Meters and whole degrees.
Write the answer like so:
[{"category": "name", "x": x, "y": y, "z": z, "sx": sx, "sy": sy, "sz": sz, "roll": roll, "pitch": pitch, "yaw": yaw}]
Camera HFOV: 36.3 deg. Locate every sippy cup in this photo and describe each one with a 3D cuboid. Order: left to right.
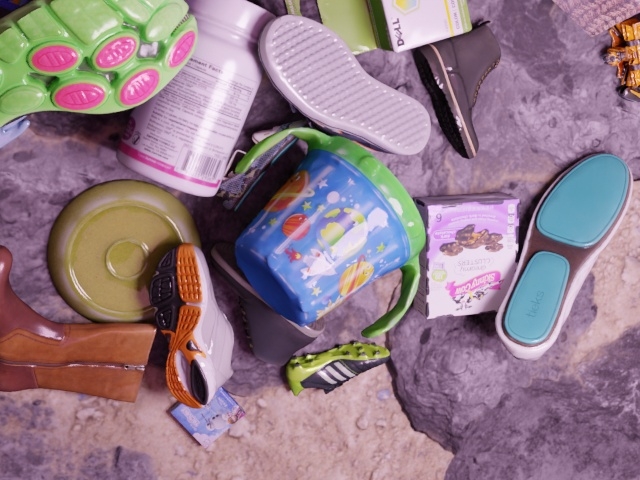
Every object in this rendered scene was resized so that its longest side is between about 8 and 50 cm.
[{"category": "sippy cup", "x": 0.000, "y": 0.000, "z": 1.466, "sx": 0.305, "sy": 0.240, "sz": 0.224, "roll": 41, "pitch": 70, "yaw": 21}]

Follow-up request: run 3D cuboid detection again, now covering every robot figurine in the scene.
[{"category": "robot figurine", "x": 0.614, "y": -0.348, "z": 1.644, "sx": 0.290, "sy": 0.085, "sz": 0.211, "roll": -20, "pitch": 106, "yaw": -9}]

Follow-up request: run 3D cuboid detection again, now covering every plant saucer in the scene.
[{"category": "plant saucer", "x": -0.303, "y": 0.026, "z": 1.525, "sx": 0.240, "sy": 0.037, "sz": 0.241, "roll": -3, "pitch": 105, "yaw": -13}]

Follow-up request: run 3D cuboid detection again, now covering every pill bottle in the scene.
[{"category": "pill bottle", "x": -0.178, "y": -0.221, "z": 1.432, "sx": 0.160, "sy": 0.160, "sz": 0.283, "roll": 21, "pitch": 97, "yaw": -18}]

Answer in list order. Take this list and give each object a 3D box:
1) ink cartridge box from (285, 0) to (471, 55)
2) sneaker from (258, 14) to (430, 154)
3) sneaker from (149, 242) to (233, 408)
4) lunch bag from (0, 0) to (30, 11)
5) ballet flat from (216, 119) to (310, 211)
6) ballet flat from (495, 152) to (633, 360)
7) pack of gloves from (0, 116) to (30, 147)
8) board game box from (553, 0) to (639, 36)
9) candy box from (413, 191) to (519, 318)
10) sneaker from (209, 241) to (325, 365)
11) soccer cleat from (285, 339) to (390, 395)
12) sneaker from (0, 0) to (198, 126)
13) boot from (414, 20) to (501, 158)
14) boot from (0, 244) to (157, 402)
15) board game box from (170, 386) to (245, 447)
[{"category": "ink cartridge box", "x": 0.081, "y": -0.377, "z": 1.495, "sx": 0.255, "sy": 0.097, "sz": 0.189, "roll": -19, "pitch": 108, "yaw": -10}, {"category": "sneaker", "x": 0.014, "y": -0.221, "z": 1.470, "sx": 0.321, "sy": 0.127, "sz": 0.126, "roll": 32, "pitch": 78, "yaw": -33}, {"category": "sneaker", "x": -0.193, "y": 0.123, "z": 1.542, "sx": 0.099, "sy": 0.121, "sz": 0.263, "roll": 6, "pitch": 109, "yaw": 25}, {"category": "lunch bag", "x": -0.369, "y": -0.413, "z": 1.372, "sx": 0.293, "sy": 0.138, "sz": 0.221, "roll": 20, "pitch": 98, "yaw": -30}, {"category": "ballet flat", "x": -0.098, "y": -0.132, "z": 1.528, "sx": 0.070, "sy": 0.070, "sz": 0.188, "roll": 43, "pitch": 87, "yaw": -19}, {"category": "ballet flat", "x": 0.403, "y": 0.031, "z": 1.647, "sx": 0.139, "sy": 0.139, "sz": 0.400, "roll": 38, "pitch": 68, "yaw": -19}, {"category": "pack of gloves", "x": -0.550, "y": -0.191, "z": 1.406, "sx": 0.232, "sy": 0.046, "sz": 0.195, "roll": -35, "pitch": 110, "yaw": -4}, {"category": "board game box", "x": 0.439, "y": -0.504, "z": 1.474, "sx": 0.232, "sy": 0.141, "sz": 0.291, "roll": 40, "pitch": 74, "yaw": -10}, {"category": "candy box", "x": 0.245, "y": 0.024, "z": 1.646, "sx": 0.164, "sy": 0.070, "sz": 0.196, "roll": -5, "pitch": 104, "yaw": -14}, {"category": "sneaker", "x": -0.111, "y": 0.109, "z": 1.572, "sx": 0.222, "sy": 0.083, "sz": 0.118, "roll": 41, "pitch": 119, "yaw": -3}, {"category": "soccer cleat", "x": 0.030, "y": 0.217, "z": 1.650, "sx": 0.178, "sy": 0.060, "sz": 0.072, "roll": -10, "pitch": 115, "yaw": -5}, {"category": "sneaker", "x": -0.403, "y": -0.240, "z": 1.306, "sx": 0.482, "sy": 0.202, "sz": 0.185, "roll": -20, "pitch": 125, "yaw": -5}, {"category": "boot", "x": 0.252, "y": -0.245, "z": 1.586, "sx": 0.137, "sy": 0.077, "sz": 0.198, "roll": -28, "pitch": 109, "yaw": -12}, {"category": "boot", "x": -0.388, "y": 0.133, "z": 1.477, "sx": 0.280, "sy": 0.096, "sz": 0.264, "roll": 8, "pitch": 113, "yaw": -16}, {"category": "board game box", "x": -0.187, "y": 0.284, "z": 1.625, "sx": 0.090, "sy": 0.020, "sz": 0.090, "roll": -40, "pitch": 109, "yaw": -1}]
